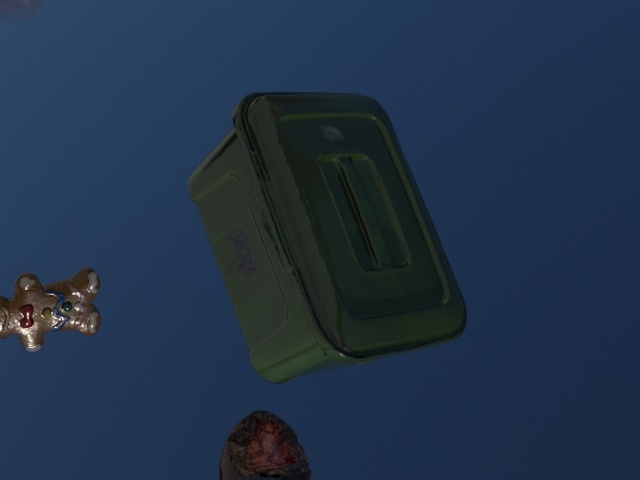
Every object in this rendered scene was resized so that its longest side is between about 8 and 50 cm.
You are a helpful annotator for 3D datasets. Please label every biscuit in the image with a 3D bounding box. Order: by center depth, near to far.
[{"bbox_3d":[-0.449,0.114,1.938,0.031,0.205,0.138,-132,-138,-55],"label":"biscuit"}]

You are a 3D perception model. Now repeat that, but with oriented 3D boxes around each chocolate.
[{"bbox_3d":[-0.075,0.297,1.651,0.127,0.124,0.133,-26,-153,28],"label":"chocolate"}]

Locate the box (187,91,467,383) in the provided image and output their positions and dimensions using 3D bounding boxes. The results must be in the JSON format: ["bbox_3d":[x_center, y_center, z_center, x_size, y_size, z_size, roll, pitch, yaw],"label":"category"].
[{"bbox_3d":[0.000,0.000,1.439,0.178,0.252,0.329,-33,-109,44],"label":"box"}]
